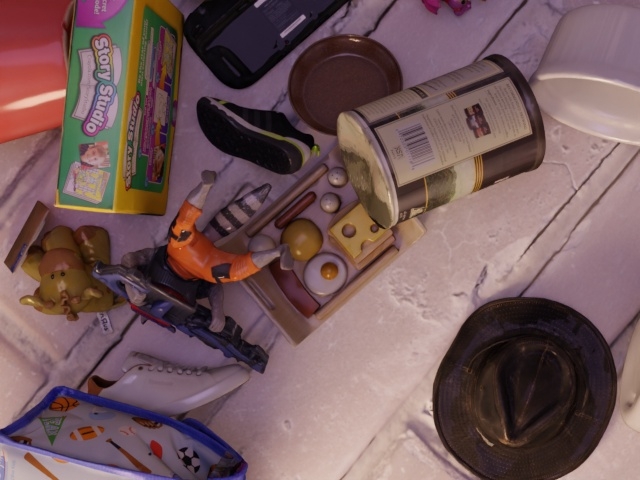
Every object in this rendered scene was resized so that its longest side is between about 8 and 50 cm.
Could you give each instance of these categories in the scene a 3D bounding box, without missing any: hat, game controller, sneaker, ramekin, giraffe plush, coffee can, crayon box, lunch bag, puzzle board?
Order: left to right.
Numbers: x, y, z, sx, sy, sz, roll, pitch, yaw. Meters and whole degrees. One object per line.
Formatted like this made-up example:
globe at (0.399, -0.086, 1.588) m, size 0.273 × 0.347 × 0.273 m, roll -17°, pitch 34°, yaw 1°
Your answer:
puzzle board at (-0.514, -0.006, 1.818) m, size 0.011 × 0.096 × 0.128 m, roll 29°, pitch 87°, yaw -28°
giraffe plush at (-0.432, 0.073, 1.768) m, size 0.181 × 0.170 × 0.210 m, roll -36°, pitch 86°, yaw 3°
crayon box at (-0.320, -0.225, 1.688) m, size 0.106 × 0.313 × 0.363 m, roll 6°, pitch 91°, yaw 6°
lunch bag at (-0.311, 0.452, 1.685) m, size 0.385 × 0.239 × 0.328 m, roll 12°, pitch 111°, yaw 13°
sneaker at (-0.270, 0.239, 1.781) m, size 0.290 × 0.106 × 0.123 m, roll -16°, pitch 90°, yaw 6°
sneaker at (-0.108, -0.189, 1.802) m, size 0.234 × 0.084 × 0.097 m, roll 31°, pitch 48°, yaw 17°
game controller at (-0.083, -0.414, 1.811) m, size 0.319 × 0.067 × 0.166 m, roll -41°, pitch 100°, yaw 4°
coffee can at (0.191, -0.160, 1.667) m, size 0.275 × 0.201 × 0.202 m, roll -22°, pitch 87°, yaw -11°
hat at (0.343, 0.258, 1.713) m, size 0.331 × 0.134 × 0.332 m, roll 0°, pitch 89°, yaw 4°
ramekin at (0.481, -0.262, 1.646) m, size 0.277 × 0.277 × 0.135 m, roll 19°, pitch 83°, yaw 5°

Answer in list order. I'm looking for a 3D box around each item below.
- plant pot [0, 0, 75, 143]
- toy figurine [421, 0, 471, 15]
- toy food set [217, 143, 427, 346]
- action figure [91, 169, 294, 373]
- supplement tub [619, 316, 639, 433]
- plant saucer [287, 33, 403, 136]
plant pot at (-0.500, -0.295, 1.725) m, size 0.243 × 0.275 × 0.275 m, roll -4°, pitch 88°, yaw 10°
toy figurine at (0.244, -0.449, 1.765) m, size 0.173 × 0.130 × 0.159 m, roll 38°, pitch 107°, yaw -19°
toy food set at (0.000, 0.000, 1.769) m, size 0.306 × 0.092 × 0.220 m, roll -41°, pitch 85°, yaw 4°
action figure at (-0.180, 0.060, 1.724) m, size 0.341 × 0.179 × 0.330 m, roll 38°, pitch 129°, yaw -22°
supplement tub at (0.658, 0.228, 1.636) m, size 0.316 × 0.228 × 0.228 m, roll 14°, pitch 90°, yaw 5°
plant saucer at (0.043, -0.260, 1.779) m, size 0.198 × 0.036 × 0.199 m, roll -1°, pitch 70°, yaw 3°
